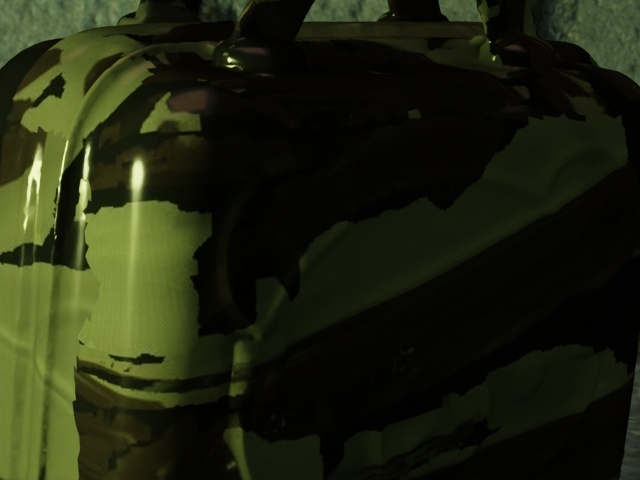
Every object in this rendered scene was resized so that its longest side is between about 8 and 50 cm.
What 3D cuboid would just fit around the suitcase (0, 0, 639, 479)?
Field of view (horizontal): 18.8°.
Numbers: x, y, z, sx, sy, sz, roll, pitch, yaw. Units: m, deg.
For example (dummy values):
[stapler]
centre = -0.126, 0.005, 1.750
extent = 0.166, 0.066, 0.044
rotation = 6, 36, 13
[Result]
[suitcase]
centre = 0.000, 0.000, 0.941
extent = 0.351, 0.339, 0.194
rotation = -6, 17, -39
